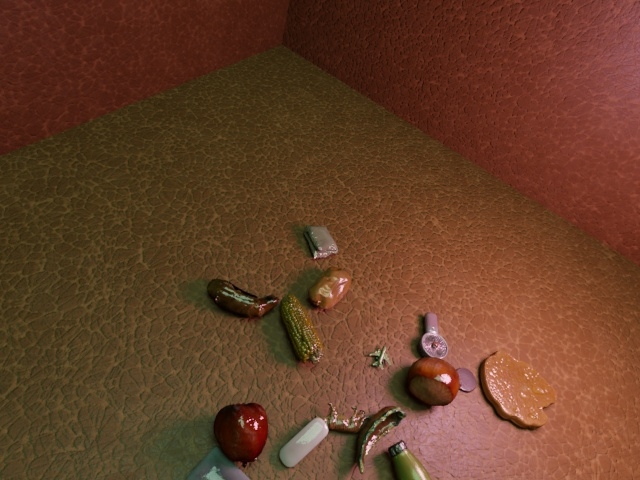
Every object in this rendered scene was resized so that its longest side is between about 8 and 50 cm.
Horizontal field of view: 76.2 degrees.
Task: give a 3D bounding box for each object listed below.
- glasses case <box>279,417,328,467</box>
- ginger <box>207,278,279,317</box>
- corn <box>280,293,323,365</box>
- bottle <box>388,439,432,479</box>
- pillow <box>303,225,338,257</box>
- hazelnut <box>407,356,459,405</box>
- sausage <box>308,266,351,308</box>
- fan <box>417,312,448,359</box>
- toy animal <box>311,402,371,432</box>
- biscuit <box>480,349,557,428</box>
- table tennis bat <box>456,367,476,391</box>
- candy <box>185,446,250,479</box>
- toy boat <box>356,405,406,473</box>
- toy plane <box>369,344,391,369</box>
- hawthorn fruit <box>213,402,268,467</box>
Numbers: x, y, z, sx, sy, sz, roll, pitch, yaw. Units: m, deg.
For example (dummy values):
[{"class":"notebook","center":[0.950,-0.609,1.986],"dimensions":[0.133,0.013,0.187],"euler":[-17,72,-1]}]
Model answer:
[{"class":"glasses case","center":[-0.058,0.718,1.456],"dimensions":[0.197,0.049,0.076],"euler":[-37,73,-20]},{"class":"ginger","center":[-0.343,0.250,1.730],"dimensions":[0.309,0.107,0.133],"euler":[23,25,2]},{"class":"corn","center":[-0.083,0.371,1.709],"dimensions":[0.119,0.119,0.322],"euler":[-9,55,-25]},{"class":"bottle","center":[0.334,0.854,1.458],"dimensions":[0.112,0.112,0.260],"euler":[-14,58,-28]},{"class":"pillow","center":[0.000,0.000,2.067],"dimensions":[0.134,0.078,0.181],"euler":[-7,52,-27]},{"class":"hazelnut","center":[0.469,0.575,1.690],"dimensions":[0.214,0.176,0.214],"euler":[6,45,-6]},{"class":"sausage","center":[0.043,0.216,1.875],"dimensions":[0.136,0.120,0.241],"euler":[32,49,23]},{"class":"fan","center":[0.513,0.441,1.884],"dimensions":[0.130,0.074,0.244],"euler":[14,48,-7]},{"class":"toy animal","center":[0.082,0.682,1.557],"dimensions":[0.241,0.057,0.099],"euler":[14,56,-10]},{"class":"biscuit","center":[0.882,0.671,1.834],"dimensions":[0.351,0.057,0.312],"euler":[27,49,5]},{"class":"table tennis bat","center":[0.638,0.599,1.768],"dimensions":[0.169,0.119,0.107],"euler":[-25,63,-35]},{"class":"candy","center":[-0.327,0.778,1.319],"dimensions":[0.174,0.071,0.138],"euler":[39,50,13]},{"class":"toy boat","center":[0.205,0.727,1.528],"dimensions":[0.099,0.109,0.293],"euler":[22,42,38]},{"class":"toy plane","center":[0.263,0.503,1.769],"dimensions":[0.102,0.040,0.111],"euler":[28,48,2]},{"class":"hawthorn fruit","center":[-0.264,0.657,1.385],"dimensions":[0.185,0.185,0.202],"euler":[-4,71,-22]}]
